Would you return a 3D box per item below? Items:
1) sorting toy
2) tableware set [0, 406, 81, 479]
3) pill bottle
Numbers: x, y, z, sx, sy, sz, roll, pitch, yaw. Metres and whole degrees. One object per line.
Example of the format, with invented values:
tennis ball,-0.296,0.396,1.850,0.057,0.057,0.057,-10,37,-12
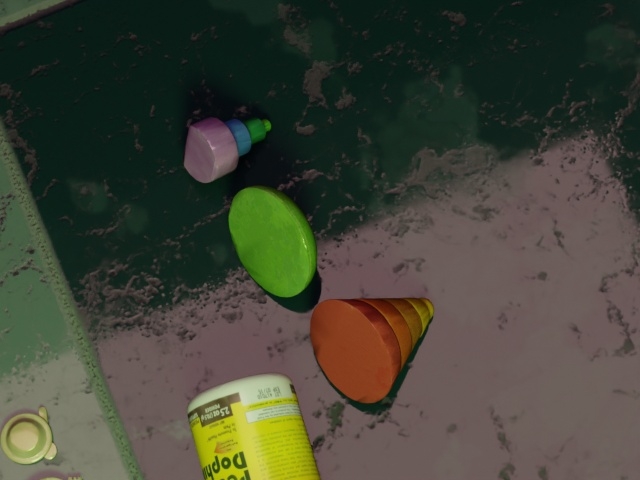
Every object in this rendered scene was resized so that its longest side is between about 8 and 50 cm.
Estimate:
sorting toy,0.000,0.000,1.994,0.126,0.127,0.365,-27,72,-35
tableware set,-0.340,0.261,1.963,0.168,0.020,0.141,-17,78,-4
pill bottle,-0.058,0.253,1.905,0.117,0.117,0.215,-16,76,-2
